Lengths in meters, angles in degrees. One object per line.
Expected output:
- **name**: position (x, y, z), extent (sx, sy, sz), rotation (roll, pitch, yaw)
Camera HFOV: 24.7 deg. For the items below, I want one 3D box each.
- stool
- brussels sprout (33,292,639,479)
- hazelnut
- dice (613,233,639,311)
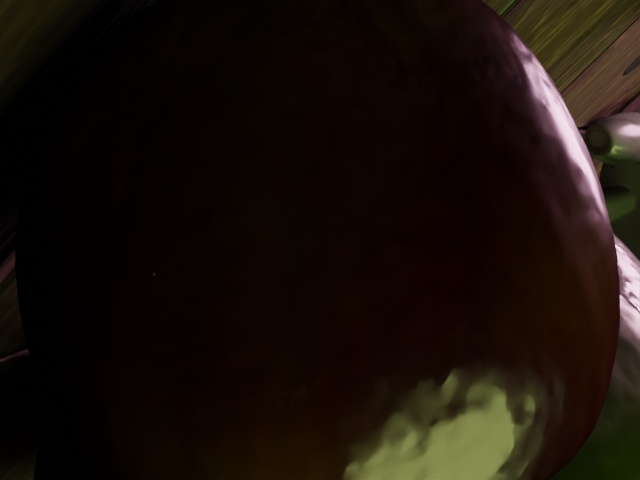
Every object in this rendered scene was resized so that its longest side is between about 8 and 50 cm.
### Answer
- **stool**: position (0.296, -0.009, 1.308), extent (0.198, 0.195, 0.195), rotation (-25, 161, -45)
- **brussels sprout**: position (0.005, 0.138, 0.718), extent (0.289, 0.281, 0.355), rotation (-41, 172, -38)
- **hazelnut**: position (0.000, 0.000, 0.472), extent (0.208, 0.208, 0.208), rotation (-38, 168, -9)
- **dice**: position (0.094, 0.067, 0.929), extent (0.192, 0.193, 0.194), rotation (-52, 165, 26)
